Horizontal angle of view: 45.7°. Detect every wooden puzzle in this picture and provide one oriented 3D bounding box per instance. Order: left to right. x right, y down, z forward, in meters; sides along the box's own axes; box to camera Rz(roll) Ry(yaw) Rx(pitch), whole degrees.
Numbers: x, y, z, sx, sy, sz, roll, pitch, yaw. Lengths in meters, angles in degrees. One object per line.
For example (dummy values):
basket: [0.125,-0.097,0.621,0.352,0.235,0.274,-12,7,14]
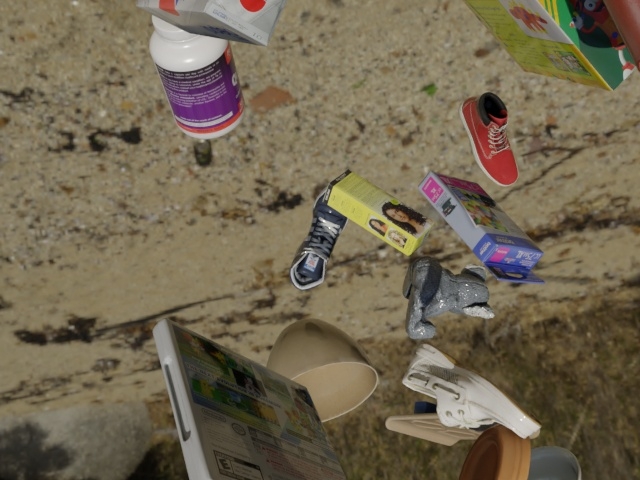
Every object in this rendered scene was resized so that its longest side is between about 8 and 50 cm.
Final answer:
wooden puzzle: [0.420,0.534,2.260,0.322,0.080,0.348,23,150,-34]

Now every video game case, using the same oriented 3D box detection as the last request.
video game case: [-0.088,0.280,1.108,0.036,0.300,0.329,-44,130,13]

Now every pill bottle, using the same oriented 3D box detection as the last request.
pill bottle: [-0.289,-0.403,1.781,0.181,0.181,0.323,-12,145,-1]

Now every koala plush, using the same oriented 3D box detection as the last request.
koala plush: [0.341,0.138,1.983,0.221,0.196,0.203,5,137,-3]

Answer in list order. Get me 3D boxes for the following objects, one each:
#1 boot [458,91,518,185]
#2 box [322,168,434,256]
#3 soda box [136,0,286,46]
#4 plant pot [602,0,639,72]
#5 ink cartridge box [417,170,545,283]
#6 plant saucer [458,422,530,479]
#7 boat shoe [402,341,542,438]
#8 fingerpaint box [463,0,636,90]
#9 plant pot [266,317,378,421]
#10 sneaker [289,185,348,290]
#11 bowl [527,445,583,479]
boot: [0.430,-0.241,1.843,0.088,0.244,0.176,-30,-171,-6]
box: [0.125,-0.063,1.651,0.087,0.232,0.058,-41,157,-46]
soda box: [-0.153,-0.333,1.030,0.098,0.091,0.286,21,-175,-35]
plant pot: [0.523,-0.404,1.112,0.272,0.265,0.272,-17,171,-3]
ink cartridge box: [0.370,-0.029,1.695,0.185,0.311,0.065,8,128,-41]
plant saucer: [0.260,0.371,1.179,0.037,0.200,0.200,23,165,-4]
boat shoe: [0.226,0.253,1.187,0.098,0.096,0.277,41,172,-28]
fingerpaint box: [0.459,-0.523,1.601,0.163,0.371,0.445,-45,-163,7]
plant pot: [-0.020,0.309,1.909,0.284,0.191,0.284,-14,142,-11]
sneaker: [0.000,0.000,1.931,0.099,0.282,0.153,23,-154,-5]
bowl: [0.519,0.644,1.810,0.298,0.134,0.298,-35,-169,8]
